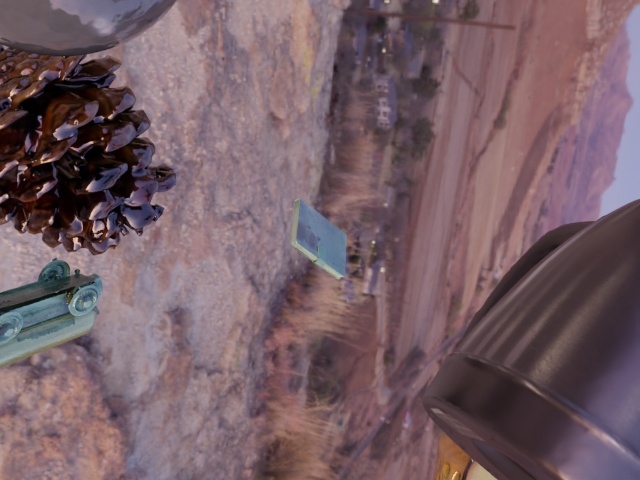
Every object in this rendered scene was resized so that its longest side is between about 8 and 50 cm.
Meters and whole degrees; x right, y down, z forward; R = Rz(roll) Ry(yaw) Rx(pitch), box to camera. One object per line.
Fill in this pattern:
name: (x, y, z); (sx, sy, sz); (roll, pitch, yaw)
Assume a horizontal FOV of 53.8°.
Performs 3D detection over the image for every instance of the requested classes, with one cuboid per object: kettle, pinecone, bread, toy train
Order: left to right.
toy train: (-0.538, 0.154, 1.166); (0.307, 0.126, 0.190); (-22, 129, -55)
pinecone: (-0.292, -0.101, 0.700); (0.224, 0.224, 0.273); (-61, 140, -39)
bread: (0.276, 0.393, 1.089); (0.262, 0.162, 0.204); (2, 102, -47)
kettle: (0.236, 0.084, 0.490); (0.271, 0.207, 0.251); (-50, 166, -11)

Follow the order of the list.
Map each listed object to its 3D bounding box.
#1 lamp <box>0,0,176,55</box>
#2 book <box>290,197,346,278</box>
lamp: (-0.204, -0.245, 0.373); (0.182, 0.314, 0.182); (-43, 168, -12)
book: (0.000, 0.000, 1.115); (0.135, 0.017, 0.103); (37, 43, -37)
